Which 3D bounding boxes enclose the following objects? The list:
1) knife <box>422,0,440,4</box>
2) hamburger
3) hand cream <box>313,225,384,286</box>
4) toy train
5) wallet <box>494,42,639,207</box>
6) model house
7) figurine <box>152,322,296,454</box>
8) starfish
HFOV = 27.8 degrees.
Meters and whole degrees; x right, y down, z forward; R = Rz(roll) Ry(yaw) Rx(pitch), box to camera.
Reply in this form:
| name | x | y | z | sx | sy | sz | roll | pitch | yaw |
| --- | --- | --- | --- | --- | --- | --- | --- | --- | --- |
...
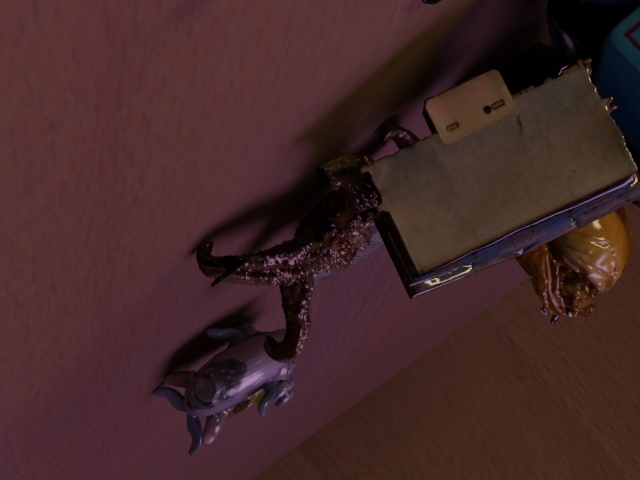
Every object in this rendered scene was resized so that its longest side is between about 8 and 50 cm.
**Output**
| name | x | y | z | sx | sy | sz | roll | pitch | yaw |
| --- | --- | --- | --- | --- | --- | --- | --- | --- | --- |
| knife | 0.179 | -0.284 | 1.150 | 0.222 | 0.021 | 0.045 | -42 | 163 | 14 |
| hamburger | 0.306 | -0.037 | 1.700 | 0.158 | 0.318 | 0.318 | -31 | 169 | 16 |
| hand cream | 0.061 | -0.005 | 1.680 | 0.234 | 0.050 | 0.080 | -40 | 167 | 23 |
| toy train | 0.379 | -0.241 | 1.290 | 0.300 | 0.265 | 0.188 | -39 | 163 | -8 |
| wallet | 0.308 | -0.125 | 1.418 | 0.169 | 0.317 | 0.044 | -33 | 134 | -27 |
| model house | 0.176 | -0.063 | 1.307 | 0.271 | 0.178 | 0.206 | -27 | 169 | 6 |
| figurine | -0.111 | 0.178 | 1.656 | 0.208 | 0.128 | 0.184 | -35 | 170 | 16 |
| starfish | -0.004 | 0.000 | 1.404 | 0.303 | 0.113 | 0.312 | -27 | 152 | -49 |
